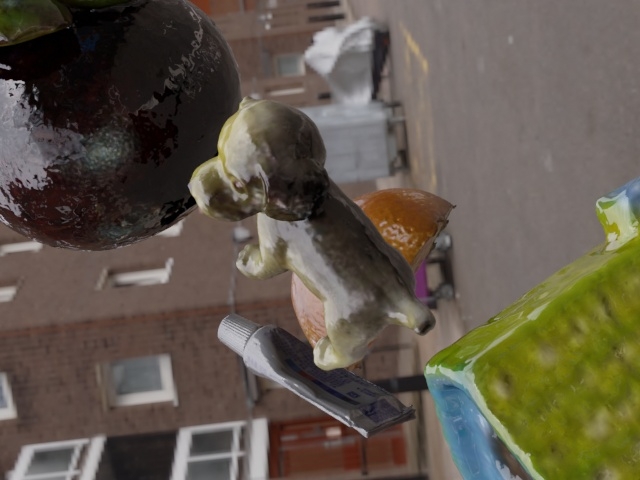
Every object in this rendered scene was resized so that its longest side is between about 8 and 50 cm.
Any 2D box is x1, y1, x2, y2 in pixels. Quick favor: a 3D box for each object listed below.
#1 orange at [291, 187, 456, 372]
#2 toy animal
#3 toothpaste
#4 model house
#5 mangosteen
[{"bbox_3d":[0.082,0.062,1.539,0.274,0.274,0.310,-95,-13,-47],"label":"orange"},{"bbox_3d":[-0.010,-0.004,0.871,0.233,0.121,0.168,50,160,0],"label":"toy animal"},{"bbox_3d":[-0.017,0.167,1.334,0.099,0.282,0.068,-40,-38,-32],"label":"toothpaste"},{"bbox_3d":[0.229,0.124,0.701,0.303,0.237,0.215,58,167,-1],"label":"model house"},{"bbox_3d":[-0.237,-0.147,1.118,0.330,0.330,0.330,-7,-90,-89],"label":"mangosteen"}]
